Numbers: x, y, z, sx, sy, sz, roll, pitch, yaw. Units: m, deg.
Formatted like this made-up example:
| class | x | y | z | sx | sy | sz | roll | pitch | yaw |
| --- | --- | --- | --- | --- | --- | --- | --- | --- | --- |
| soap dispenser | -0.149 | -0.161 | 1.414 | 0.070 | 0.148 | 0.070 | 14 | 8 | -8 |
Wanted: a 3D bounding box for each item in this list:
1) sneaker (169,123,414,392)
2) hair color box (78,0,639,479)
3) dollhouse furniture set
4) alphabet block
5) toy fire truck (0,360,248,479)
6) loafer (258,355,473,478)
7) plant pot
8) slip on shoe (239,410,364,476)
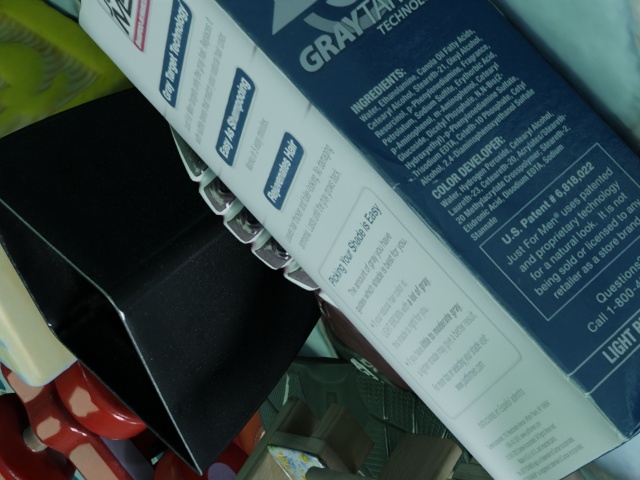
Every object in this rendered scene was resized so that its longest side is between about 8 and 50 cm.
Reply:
| class | x | y | z | sx | sy | sz | roll | pitch | yaw |
| --- | --- | --- | --- | --- | --- | --- | --- | --- | --- |
| sneaker | 0.000 | 0.000 | 0.956 | 0.281 | 0.106 | 0.162 | 50 | 164 | -1 |
| hair color box | 0.034 | -0.046 | 0.784 | 0.347 | 0.105 | 0.174 | 47 | 161 | 7 |
| dollhouse furniture set | 0.067 | 0.233 | 0.962 | 0.212 | 0.161 | 0.242 | 3 | 139 | 46 |
| alphabet block | -0.227 | -0.044 | 1.241 | 0.192 | 0.193 | 0.197 | 31 | 153 | 40 |
| toy fire truck | -0.142 | 0.168 | 1.436 | 0.169 | 0.254 | 0.302 | -38 | 93 | 32 |
| loafer | 0.055 | 0.121 | 1.129 | 0.267 | 0.084 | 0.096 | 12 | 107 | 56 |
| plant pot | -0.093 | 0.004 | 1.066 | 0.187 | 0.167 | 0.188 | 37 | 157 | 38 |
| slip on shoe | -0.015 | 0.178 | 1.291 | 0.331 | 0.101 | 0.123 | 40 | 175 | 36 |
